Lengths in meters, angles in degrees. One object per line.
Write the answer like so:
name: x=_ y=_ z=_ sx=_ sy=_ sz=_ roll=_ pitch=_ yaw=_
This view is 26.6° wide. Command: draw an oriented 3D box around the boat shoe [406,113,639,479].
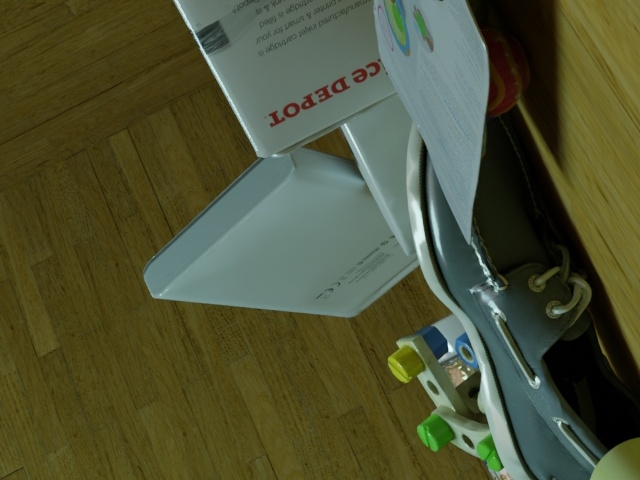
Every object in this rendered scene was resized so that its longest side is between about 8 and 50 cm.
boat shoe: x=0.148 y=0.036 z=0.901 sx=0.099 sy=0.116 sz=0.319 roll=3 pitch=124 yaw=40

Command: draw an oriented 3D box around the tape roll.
tape roll: x=0.050 y=-0.133 z=1.118 sx=0.286 sy=0.100 sz=0.286 roll=63 pitch=-177 yaw=-5

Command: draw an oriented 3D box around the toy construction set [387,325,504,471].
toy construction set: x=0.203 y=0.217 z=1.223 sx=0.215 sy=0.151 sz=0.327 roll=26 pitch=159 yaw=51

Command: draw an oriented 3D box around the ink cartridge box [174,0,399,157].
ink cartridge box: x=-0.022 y=-0.189 z=0.891 sx=0.219 sy=0.160 sz=0.092 roll=63 pitch=-177 yaw=-27

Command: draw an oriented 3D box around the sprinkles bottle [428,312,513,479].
sprinkles bottle: x=0.256 y=0.249 z=1.729 sx=0.355 sy=0.121 sz=0.121 roll=63 pitch=-178 yaw=8

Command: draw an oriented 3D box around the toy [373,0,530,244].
toy: x=0.074 y=-0.105 z=0.712 sx=0.237 sy=0.056 sz=0.137 roll=72 pitch=176 yaw=-69

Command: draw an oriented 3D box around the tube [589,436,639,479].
tube: x=0.238 y=0.207 z=0.774 sx=0.240 sy=0.070 sz=0.062 roll=-123 pitch=46 yaw=-55

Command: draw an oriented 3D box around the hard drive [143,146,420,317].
hard drive: x=0.000 y=0.000 z=1.338 sx=0.307 sy=0.203 sz=0.040 roll=10 pitch=-134 yaw=-51
